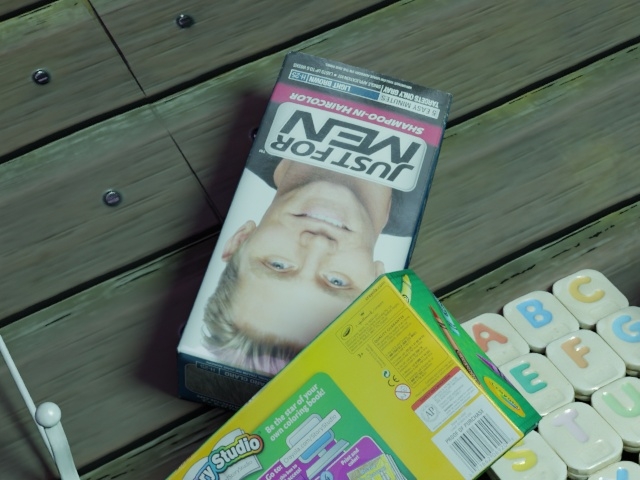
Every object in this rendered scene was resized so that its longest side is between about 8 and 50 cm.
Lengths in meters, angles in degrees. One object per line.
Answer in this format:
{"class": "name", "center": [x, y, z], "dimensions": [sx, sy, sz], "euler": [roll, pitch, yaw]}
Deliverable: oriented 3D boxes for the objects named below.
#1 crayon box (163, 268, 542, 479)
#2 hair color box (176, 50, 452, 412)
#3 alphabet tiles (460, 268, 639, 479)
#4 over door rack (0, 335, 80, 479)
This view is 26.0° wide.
{"class": "crayon box", "center": [0.018, 0.175, 1.116], "dimensions": [0.278, 0.081, 0.165], "euler": [-44, 78, 15]}
{"class": "hair color box", "center": [0.000, 0.000, 1.301], "dimensions": [0.174, 0.105, 0.347], "euler": [15, 60, 4]}
{"class": "alphabet tiles", "center": [0.259, 0.133, 1.245], "dimensions": [0.284, 0.021, 0.278], "euler": [-23, 45, -17]}
{"class": "over door rack", "center": [-0.345, 0.175, 1.164], "dimensions": [0.239, 0.108, 0.324], "euler": [-25, 65, -19]}
